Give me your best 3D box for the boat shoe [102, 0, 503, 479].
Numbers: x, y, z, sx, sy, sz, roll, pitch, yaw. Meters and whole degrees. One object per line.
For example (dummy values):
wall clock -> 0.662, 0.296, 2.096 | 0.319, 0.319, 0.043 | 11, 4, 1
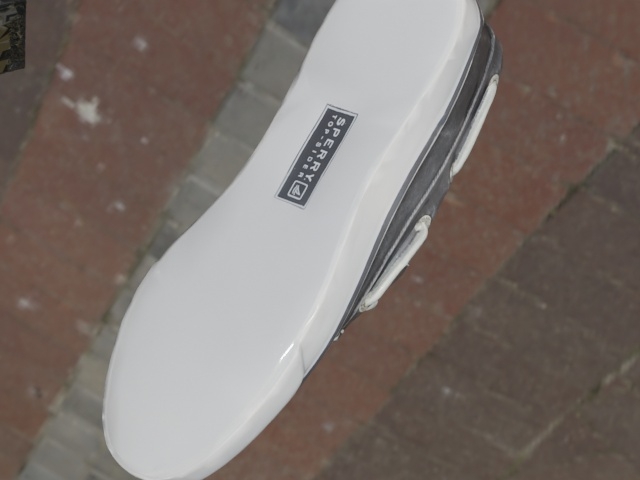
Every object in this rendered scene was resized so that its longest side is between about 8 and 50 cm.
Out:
boat shoe -> 0.000, 0.000, 0.767 | 0.108, 0.301, 0.102 | 25, 172, 36

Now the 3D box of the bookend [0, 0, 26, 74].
bookend -> -0.269, -0.160, 0.845 | 0.156, 0.157, 0.072 | 63, 158, 20
